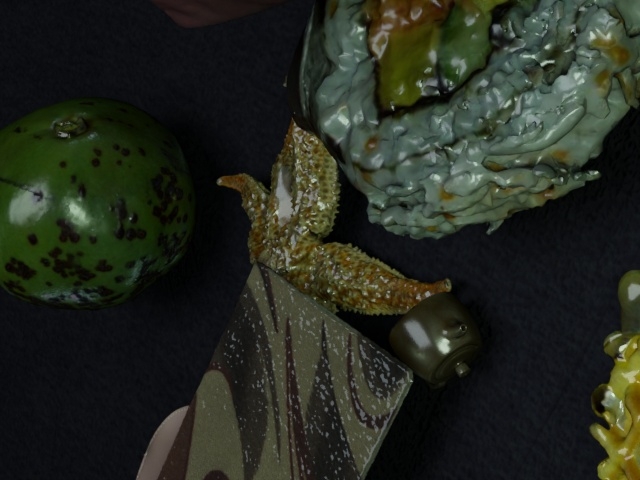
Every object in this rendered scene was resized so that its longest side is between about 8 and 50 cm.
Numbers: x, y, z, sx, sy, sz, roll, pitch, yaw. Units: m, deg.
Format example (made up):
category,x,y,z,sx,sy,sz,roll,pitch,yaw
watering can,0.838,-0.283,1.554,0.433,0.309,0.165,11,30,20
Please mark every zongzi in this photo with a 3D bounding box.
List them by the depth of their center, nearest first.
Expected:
category,x,y,z,sx,sy,sz,roll,pitch,yaw
zongzi,-0.042,0.116,1.701,0.113,0.052,0.104,9,117,23

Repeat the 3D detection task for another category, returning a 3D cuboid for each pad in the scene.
category,x,y,z,sx,sy,sz,roll,pitch,yaw
pad,-0.055,0.212,1.663,0.220,0.004,0.330,33,106,35

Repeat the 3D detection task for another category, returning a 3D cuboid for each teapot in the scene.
category,x,y,z,sx,sy,sz,roll,pitch,yaw
teapot,0.109,0.099,1.590,0.068,0.076,0.121,52,152,25

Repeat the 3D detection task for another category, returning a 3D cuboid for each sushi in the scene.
category,x,y,z,sx,sy,sz,roll,pitch,yaw
sushi,0.140,-0.191,1.505,0.417,0.176,0.417,-20,63,46

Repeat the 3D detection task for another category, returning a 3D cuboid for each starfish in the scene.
category,x,y,z,sx,sy,sz,roll,pitch,yaw
starfish,-0.014,-0.020,1.745,0.301,0.084,0.293,-39,59,47

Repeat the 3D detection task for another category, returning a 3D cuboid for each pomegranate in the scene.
category,x,y,z,sx,sy,sz,roll,pitch,yaw
pomegranate,-0.263,-0.029,1.942,0.270,0.254,0.254,95,153,-50

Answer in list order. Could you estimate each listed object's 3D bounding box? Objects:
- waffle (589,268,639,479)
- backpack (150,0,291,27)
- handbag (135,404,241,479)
category,x,y,z,sx,sy,sz,roll,pitch,yaw
waffle,0.324,0.138,1.321,0.329,0.062,0.329,-10,77,52
backpack,-0.013,-0.338,1.451,0.283,0.197,0.317,-8,51,47
handbag,-0.093,0.271,1.781,0.179,0.116,0.205,32,110,48
